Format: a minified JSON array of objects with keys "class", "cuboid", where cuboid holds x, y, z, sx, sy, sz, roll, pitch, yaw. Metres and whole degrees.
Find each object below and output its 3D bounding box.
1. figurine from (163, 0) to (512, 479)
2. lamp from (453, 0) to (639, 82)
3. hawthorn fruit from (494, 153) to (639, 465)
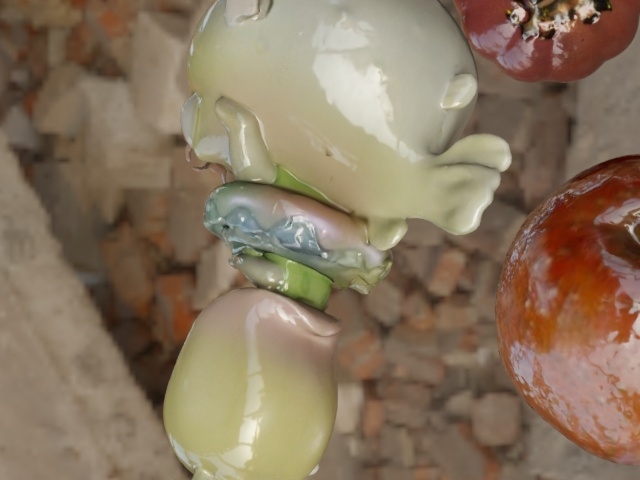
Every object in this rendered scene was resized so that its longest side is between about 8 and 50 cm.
[{"class":"figurine","cuboid":[0.000,0.000,1.114,0.274,0.226,0.394,4,71,48]},{"class":"lamp","cuboid":[0.210,-0.232,1.521,0.140,0.182,0.182,-47,-43,-87]},{"class":"hawthorn fruit","cuboid":[0.240,0.040,1.278,0.263,0.235,0.231,60,-162,-19]}]
